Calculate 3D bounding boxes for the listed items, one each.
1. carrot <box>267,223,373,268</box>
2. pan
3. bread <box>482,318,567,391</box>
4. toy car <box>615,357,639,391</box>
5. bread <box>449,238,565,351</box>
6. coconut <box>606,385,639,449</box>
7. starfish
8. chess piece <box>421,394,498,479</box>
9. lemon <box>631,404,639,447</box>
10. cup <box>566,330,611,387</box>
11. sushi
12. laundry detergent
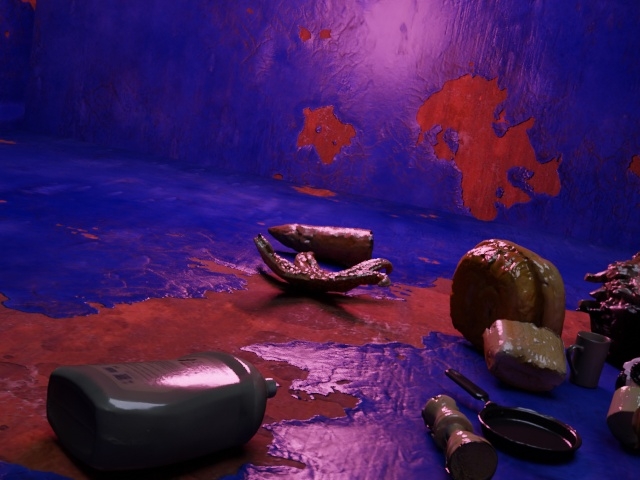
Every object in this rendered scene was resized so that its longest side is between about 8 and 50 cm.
[{"bbox_3d":[0.000,0.000,1.908,0.263,0.101,0.102,11,11,9],"label":"carrot"},{"bbox_3d":[0.250,0.239,1.104,0.136,0.028,0.235,3,16,-33],"label":"pan"},{"bbox_3d":[0.321,0.187,1.282,0.125,0.082,0.106,19,38,-2],"label":"bread"},{"bbox_3d":[0.493,0.219,1.179,0.080,0.070,0.171,20,-14,42],"label":"toy car"},{"bbox_3d":[0.325,0.102,1.413,0.120,0.198,0.236,-4,19,-29],"label":"bread"},{"bbox_3d":[0.435,0.248,1.104,0.082,0.083,0.081,23,52,6],"label":"coconut"},{"bbox_3d":[-0.013,0.056,1.605,0.375,0.094,0.327,10,-1,35],"label":"starfish"},{"bbox_3d":[0.162,0.236,0.987,0.060,0.060,0.172,8,9,-8],"label":"chess piece"},{"bbox_3d":[0.491,0.202,0.731,0.387,0.349,0.350,9,9,29],"label":"lemon"},{"bbox_3d":[0.441,0.199,1.330,0.054,0.083,0.075,18,13,33],"label":"cup"},{"bbox_3d":[0.623,0.129,1.498,0.239,0.218,0.225,6,8,-22],"label":"sushi"},{"bbox_3d":[-0.158,0.177,0.894,0.253,0.091,0.181,0,10,-42],"label":"laundry detergent"}]
